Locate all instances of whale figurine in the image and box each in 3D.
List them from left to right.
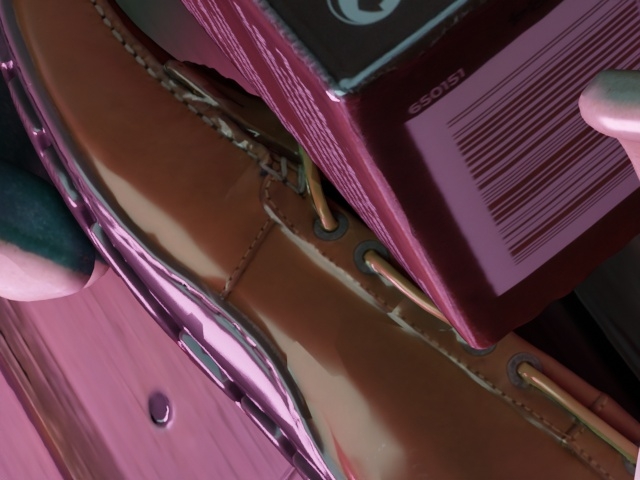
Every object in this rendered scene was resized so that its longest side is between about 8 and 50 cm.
[{"bbox_3d":[-0.186,-0.047,0.963,0.272,0.216,0.141,19,86,64],"label":"whale figurine"}]

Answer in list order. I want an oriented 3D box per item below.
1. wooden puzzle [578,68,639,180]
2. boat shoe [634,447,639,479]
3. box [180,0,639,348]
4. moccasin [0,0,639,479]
[{"bbox_3d":[0.262,0.076,0.493,0.322,0.080,0.348,8,141,46],"label":"wooden puzzle"},{"bbox_3d":[0.162,0.148,0.697,0.079,0.095,0.254,8,102,47],"label":"boat shoe"},{"bbox_3d":[-0.020,-0.162,0.715,0.143,0.191,0.381,-39,60,-3],"label":"box"},{"bbox_3d":[-0.001,-0.001,0.819,0.147,0.139,0.380,-41,61,-5],"label":"moccasin"}]
